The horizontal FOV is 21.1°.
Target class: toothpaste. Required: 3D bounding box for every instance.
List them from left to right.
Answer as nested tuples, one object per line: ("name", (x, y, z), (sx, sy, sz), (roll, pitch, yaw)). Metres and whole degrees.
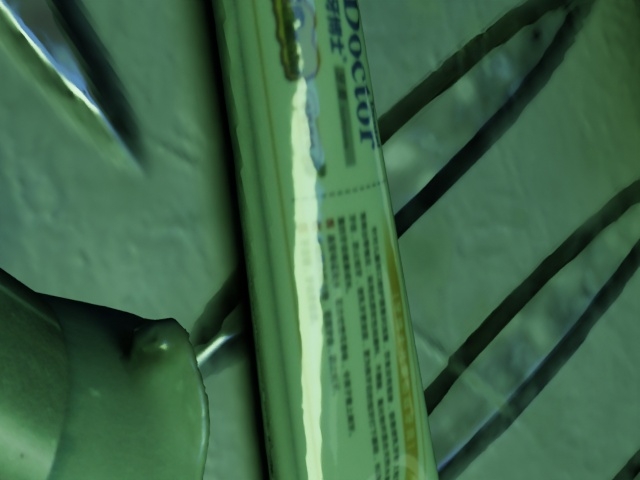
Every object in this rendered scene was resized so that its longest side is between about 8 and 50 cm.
("toothpaste", (0.000, 0.000, 0.513), (0.067, 0.037, 0.255), (-17, 102, -39))

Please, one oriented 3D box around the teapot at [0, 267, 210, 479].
("teapot", (-0.155, 0.029, 0.344), (0.203, 0.171, 0.225), (-45, 125, 8))
